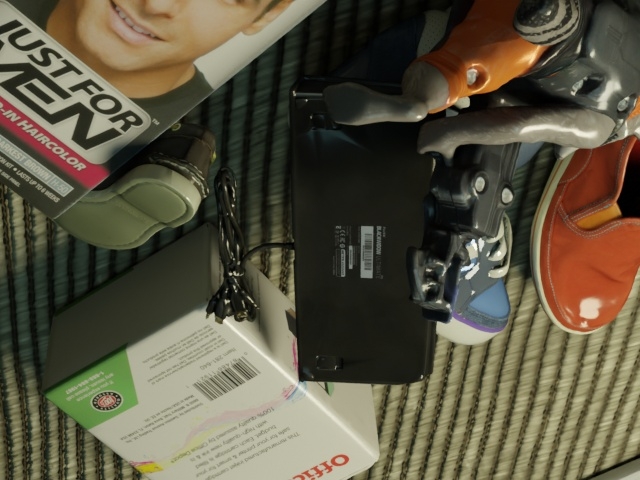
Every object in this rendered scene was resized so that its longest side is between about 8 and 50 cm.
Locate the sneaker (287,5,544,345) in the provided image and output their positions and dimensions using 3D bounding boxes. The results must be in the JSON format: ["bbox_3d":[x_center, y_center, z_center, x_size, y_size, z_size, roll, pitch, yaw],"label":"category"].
[{"bbox_3d":[0.149,-0.058,1.195,0.236,0.130,0.323,-26,123,24],"label":"sneaker"}]

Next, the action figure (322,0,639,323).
[{"bbox_3d":[0.143,-0.101,0.972,0.178,0.341,0.330,11,-179,35],"label":"action figure"}]

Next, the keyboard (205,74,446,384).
[{"bbox_3d":[0.000,0.000,1.162,0.201,0.033,0.317,2,129,3],"label":"keyboard"}]

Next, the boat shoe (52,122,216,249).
[{"bbox_3d":[-0.160,-0.046,1.192,0.081,0.069,0.227,37,153,-26],"label":"boat shoe"}]

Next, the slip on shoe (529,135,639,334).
[{"bbox_3d":[0.268,-0.032,1.233,0.123,0.101,0.331,-10,135,-22],"label":"slip on shoe"}]

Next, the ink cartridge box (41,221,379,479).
[{"bbox_3d":[-0.101,0.144,1.368,0.201,0.117,0.278,-30,126,20],"label":"ink cartridge box"}]

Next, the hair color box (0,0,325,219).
[{"bbox_3d":[-0.146,-0.197,1.066,0.374,0.114,0.185,-36,124,24],"label":"hair color box"}]

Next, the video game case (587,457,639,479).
[{"bbox_3d":[0.437,0.291,1.598,0.212,0.023,0.193,-28,127,19],"label":"video game case"}]
